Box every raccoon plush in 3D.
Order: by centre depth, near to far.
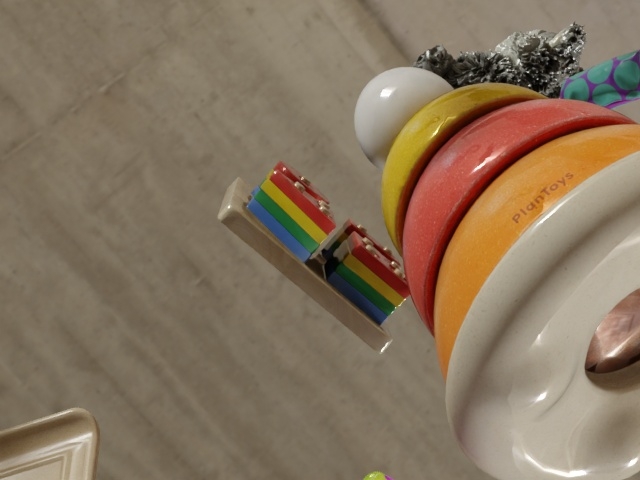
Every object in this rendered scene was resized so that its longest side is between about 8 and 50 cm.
[{"bbox_3d":[0.324,-0.162,1.854,0.299,0.447,0.216,-9,-25,12],"label":"raccoon plush"}]

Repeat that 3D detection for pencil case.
[{"bbox_3d":[0.380,-0.196,1.411,0.151,0.064,0.070,-17,-111,49],"label":"pencil case"}]

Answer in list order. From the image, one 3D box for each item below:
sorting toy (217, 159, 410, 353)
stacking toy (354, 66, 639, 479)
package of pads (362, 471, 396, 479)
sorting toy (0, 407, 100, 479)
[{"bbox_3d":[0.000,0.000,1.429,0.255,0.089,0.257,40,7,-8],"label":"sorting toy"},{"bbox_3d":[0.178,-0.039,1.055,0.480,0.350,0.351,-126,-157,-46],"label":"stacking toy"},{"bbox_3d":[0.022,0.354,0.889,0.101,0.297,0.229,32,2,-14],"label":"package of pads"},{"bbox_3d":[-0.251,0.234,0.810,0.193,0.208,0.038,-18,-48,9],"label":"sorting toy"}]
